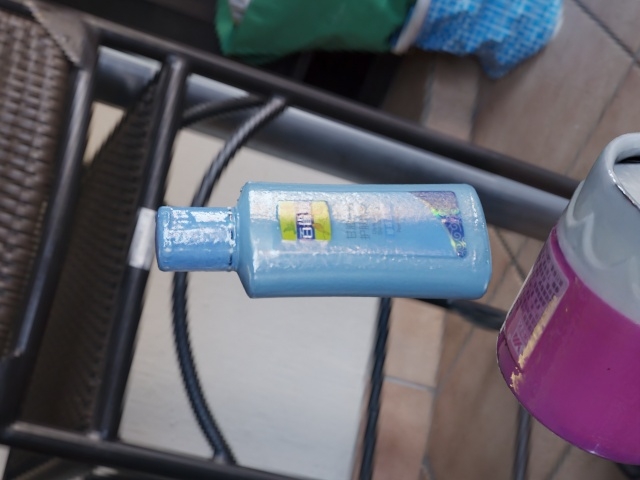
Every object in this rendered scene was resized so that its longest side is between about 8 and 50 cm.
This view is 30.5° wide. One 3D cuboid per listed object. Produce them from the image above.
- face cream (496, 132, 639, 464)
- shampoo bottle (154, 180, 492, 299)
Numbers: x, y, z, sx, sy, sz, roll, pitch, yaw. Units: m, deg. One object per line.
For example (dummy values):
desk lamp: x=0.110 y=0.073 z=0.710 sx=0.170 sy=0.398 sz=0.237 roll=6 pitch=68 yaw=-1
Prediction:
face cream: x=0.245 y=0.042 z=0.878 sx=0.175 sy=0.175 sz=0.195 roll=-101 pitch=26 yaw=-52
shampoo bottle: x=0.000 y=0.000 z=0.923 sx=0.061 sy=0.258 sz=0.104 roll=101 pitch=166 yaw=-53
